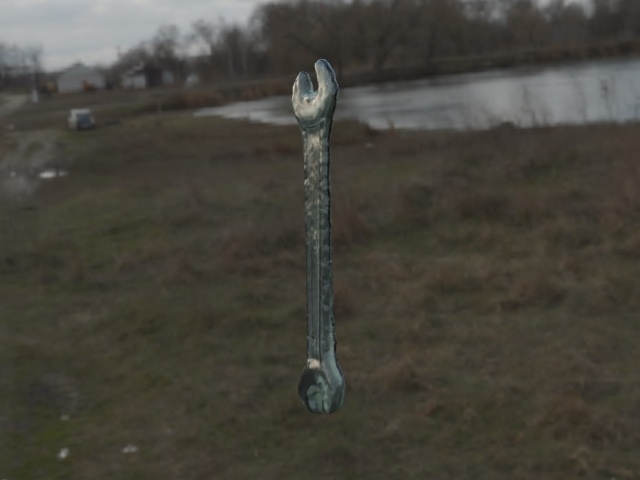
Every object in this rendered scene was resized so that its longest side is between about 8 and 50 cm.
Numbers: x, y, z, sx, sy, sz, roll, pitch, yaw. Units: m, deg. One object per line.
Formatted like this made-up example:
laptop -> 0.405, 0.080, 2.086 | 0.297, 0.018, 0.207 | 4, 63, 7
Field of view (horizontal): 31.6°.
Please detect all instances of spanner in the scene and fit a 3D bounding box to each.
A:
spanner -> 0.000, 0.000, 0.954 | 0.017, 0.302, 0.071 | -3, 3, -31
